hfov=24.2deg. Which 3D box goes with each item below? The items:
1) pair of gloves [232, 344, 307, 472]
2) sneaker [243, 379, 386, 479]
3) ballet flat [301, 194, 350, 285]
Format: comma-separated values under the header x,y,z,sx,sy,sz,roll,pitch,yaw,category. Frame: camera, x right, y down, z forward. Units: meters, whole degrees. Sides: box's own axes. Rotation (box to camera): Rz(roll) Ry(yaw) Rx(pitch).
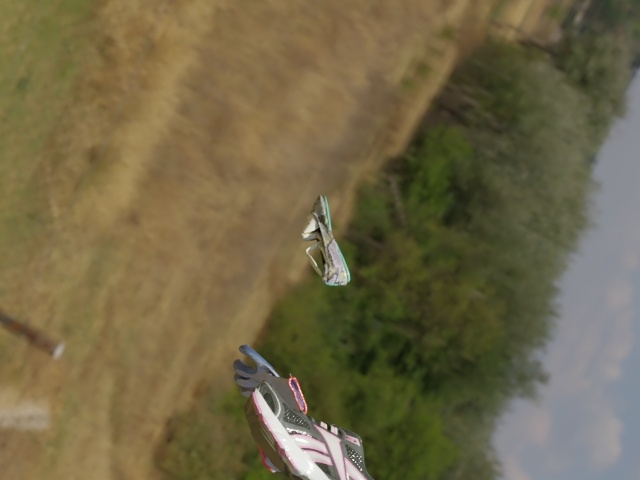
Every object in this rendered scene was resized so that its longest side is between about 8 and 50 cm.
x,y,z,sx,sy,sz,roll,pitch,yaw,category
-0.051,0.219,1.787,0.023,0.198,0.159,-26,-166,-26,pair of gloves
-0.001,0.203,1.449,0.077,0.178,0.072,-39,-174,-21,sneaker
0.000,0.000,1.636,0.041,0.041,0.114,112,-33,-55,ballet flat
